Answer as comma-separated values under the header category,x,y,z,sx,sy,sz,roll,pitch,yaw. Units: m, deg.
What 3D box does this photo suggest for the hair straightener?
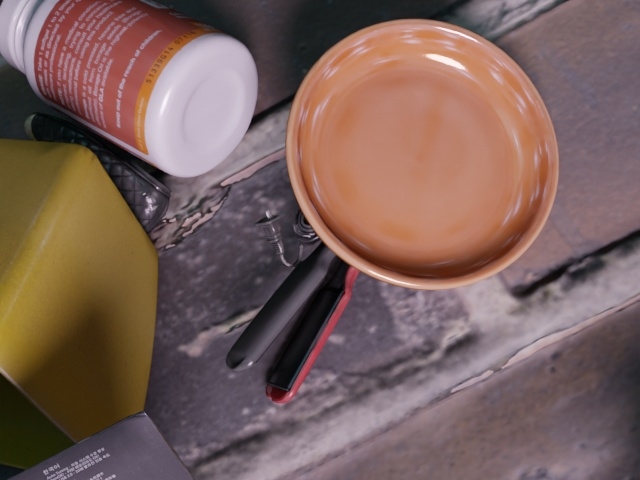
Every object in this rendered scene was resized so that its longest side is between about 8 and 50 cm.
category,x,y,z,sx,sy,sz,roll,pitch,yaw
hair straightener,0.000,0.000,0.707,0.230,0.089,0.047,-56,23,-10

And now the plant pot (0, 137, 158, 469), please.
category,x,y,z,sx,sy,sz,roll,pitch,yaw
plant pot,-0.238,0.039,0.714,0.212,0.212,0.187,6,57,21

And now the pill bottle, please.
category,x,y,z,sx,sy,sz,roll,pitch,yaw
pill bottle,-0.167,-0.147,0.811,0.216,0.121,0.121,29,79,27

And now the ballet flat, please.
category,x,y,z,sx,sy,sz,roll,pitch,yaw
ballet flat,-0.197,-0.062,0.820,0.173,0.057,0.049,31,84,28

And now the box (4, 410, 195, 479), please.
category,x,y,z,sx,sy,sz,roll,pitch,yaw
box,-0.208,0.248,0.510,0.307,0.242,0.076,-26,56,-29

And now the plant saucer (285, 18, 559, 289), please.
category,x,y,z,sx,sy,sz,roll,pitch,yaw
plant saucer,0.072,-0.061,0.699,0.199,0.037,0.200,2,77,-9
